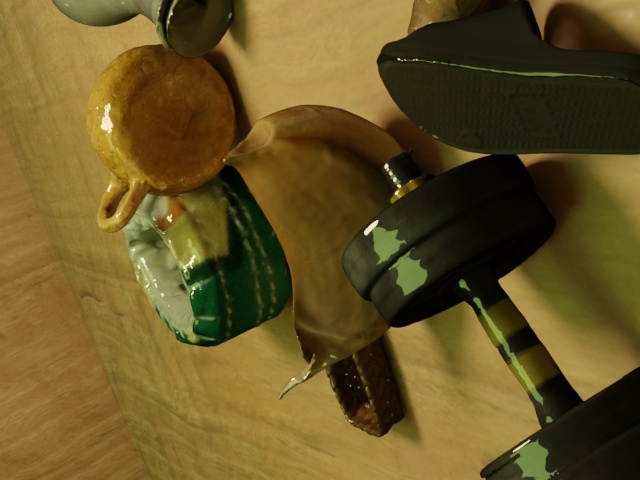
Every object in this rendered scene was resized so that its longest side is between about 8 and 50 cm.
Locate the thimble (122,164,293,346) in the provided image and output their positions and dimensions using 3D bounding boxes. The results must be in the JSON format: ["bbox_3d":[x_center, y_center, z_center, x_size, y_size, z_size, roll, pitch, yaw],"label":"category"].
[{"bbox_3d":[-0.175,0.021,1.511,0.288,0.167,0.254,9,119,61],"label":"thimble"}]

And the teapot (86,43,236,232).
[{"bbox_3d":[-0.234,-0.153,1.386,0.203,0.311,0.167,27,169,-32],"label":"teapot"}]

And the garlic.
[{"bbox_3d":[0.015,0.005,1.074,0.151,0.196,0.338,-119,16,-53],"label":"garlic"}]

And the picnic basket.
[{"bbox_3d":[0.047,0.157,1.313,0.110,0.055,0.193,12,122,60],"label":"picnic basket"}]

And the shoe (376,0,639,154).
[{"bbox_3d":[0.164,-0.129,0.772,0.241,0.093,0.108,11,149,38],"label":"shoe"}]

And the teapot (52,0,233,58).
[{"bbox_3d":[-0.235,-0.334,1.308,0.251,0.183,0.183,37,145,29],"label":"teapot"}]

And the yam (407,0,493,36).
[{"bbox_3d":[0.116,-0.254,0.748,0.081,0.081,0.356,51,153,30],"label":"yam"}]

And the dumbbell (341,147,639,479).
[{"bbox_3d":[0.165,0.087,0.840,0.388,0.185,0.185,58,156,16],"label":"dumbbell"}]
